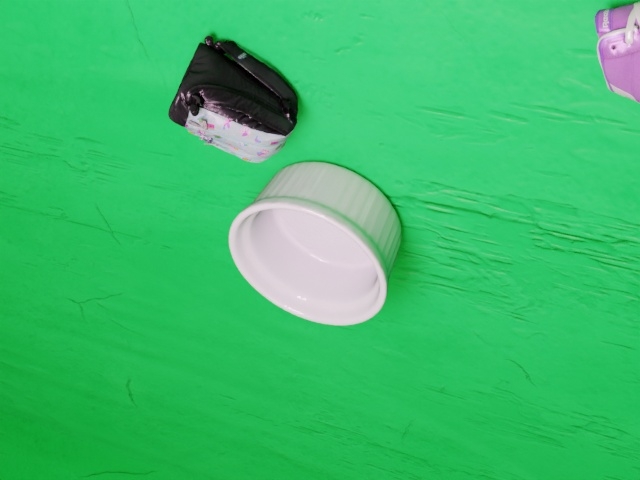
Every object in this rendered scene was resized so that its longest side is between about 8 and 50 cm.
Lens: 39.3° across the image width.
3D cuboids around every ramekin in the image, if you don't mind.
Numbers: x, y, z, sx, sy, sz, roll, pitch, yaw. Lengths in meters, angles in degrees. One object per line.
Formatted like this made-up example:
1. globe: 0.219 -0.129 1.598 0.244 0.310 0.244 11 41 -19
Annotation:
1. ramekin: 0.000 0.000 1.483 0.277 0.135 0.277 17 141 14

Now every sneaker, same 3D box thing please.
1. sneaker: 0.388 -0.255 0.984 0.161 0.102 0.282 20 141 16

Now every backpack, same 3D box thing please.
1. backpack: -0.125 -0.201 1.346 0.182 0.151 0.115 24 149 -14
